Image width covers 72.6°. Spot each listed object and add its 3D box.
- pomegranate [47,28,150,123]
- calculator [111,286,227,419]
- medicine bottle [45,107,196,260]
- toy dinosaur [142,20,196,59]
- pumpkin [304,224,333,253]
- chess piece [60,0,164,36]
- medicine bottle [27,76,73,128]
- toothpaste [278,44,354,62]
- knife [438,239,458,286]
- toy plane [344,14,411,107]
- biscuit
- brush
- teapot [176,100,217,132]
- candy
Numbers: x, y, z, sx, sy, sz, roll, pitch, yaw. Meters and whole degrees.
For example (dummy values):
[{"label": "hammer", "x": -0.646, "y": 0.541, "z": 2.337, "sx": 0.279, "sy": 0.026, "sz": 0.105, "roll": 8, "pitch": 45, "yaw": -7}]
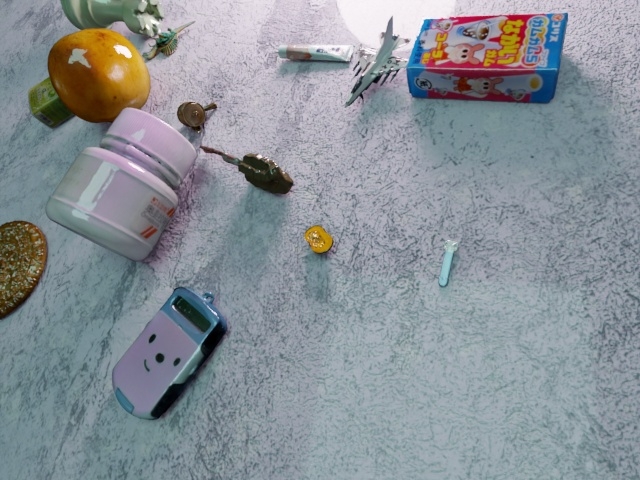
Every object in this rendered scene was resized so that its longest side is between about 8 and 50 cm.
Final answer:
[{"label": "pomegranate", "x": -0.614, "y": -0.455, "z": 1.233, "sx": 0.264, "sy": 0.264, "sz": 0.264, "roll": -7, "pitch": 65, "yaw": 16}, {"label": "calculator", "x": -0.320, "y": 0.233, "z": 0.927, "sx": 0.173, "sy": 0.051, "sz": 0.293, "roll": 31, "pitch": 80, "yaw": 29}, {"label": "medicine bottle", "x": -0.453, "y": -0.129, "z": 1.025, "sx": 0.241, "sy": 0.241, "sz": 0.302, "roll": 19, "pitch": 74, "yaw": 25}, {"label": "toy dinosaur", "x": -0.483, "y": -0.636, "z": 1.384, "sx": 0.187, "sy": 0.044, "sz": 0.106, "roll": -5, "pitch": 78, "yaw": 3}, {"label": "pumpkin", "x": 0.000, "y": 0.001, "z": 0.933, "sx": 0.050, "sy": 0.028, "sz": 0.083, "roll": -34, "pitch": 52, "yaw": 0}, {"label": "chess piece", "x": -0.670, "y": -0.762, "z": 1.432, "sx": 0.299, "sy": 0.194, "sz": 0.195, "roll": 20, "pitch": 74, "yaw": 16}, {"label": "medicine bottle", "x": -0.825, "y": -0.466, "z": 1.393, "sx": 0.188, "sy": 0.088, "sz": 0.132, "roll": -31, "pitch": 60, "yaw": 4}, {"label": "toothpaste", "x": -0.013, "y": -0.502, "z": 1.162, "sx": 0.205, "sy": 0.036, "sz": 0.056, "roll": 10, "pitch": 71, "yaw": 18}, {"label": "knife", "x": 0.244, "y": 0.044, "z": 0.840, "sx": 0.027, "sy": 0.010, "sz": 0.096, "roll": 11, "pitch": 73, "yaw": 22}, {"label": "toy plane", "x": 0.131, "y": -0.412, "z": 1.049, "sx": 0.160, "sy": 0.082, "sz": 0.234, "roll": 33, "pitch": 99, "yaw": 32}, {"label": "biscuit", "x": -0.885, "y": 0.079, "z": 1.197, "sx": 0.305, "sy": 0.038, "sz": 0.305, "roll": -7, "pitch": 65, "yaw": 16}, {"label": "brush", "x": -0.192, "y": -0.191, "z": 1.062, "sx": 0.301, "sy": 0.084, "sz": 0.071, "roll": 26, "pitch": 78, "yaw": 33}, {"label": "teapot", "x": -0.335, "y": -0.346, "z": 1.199, "sx": 0.110, "sy": 0.085, "sz": 0.080, "roll": -33, "pitch": 31, "yaw": -30}, {"label": "candy", "x": 0.357, "y": -0.399, "z": 0.950, "sx": 0.305, "sy": 0.100, "sz": 0.157, "roll": 11, "pitch": 70, "yaw": 22}]
